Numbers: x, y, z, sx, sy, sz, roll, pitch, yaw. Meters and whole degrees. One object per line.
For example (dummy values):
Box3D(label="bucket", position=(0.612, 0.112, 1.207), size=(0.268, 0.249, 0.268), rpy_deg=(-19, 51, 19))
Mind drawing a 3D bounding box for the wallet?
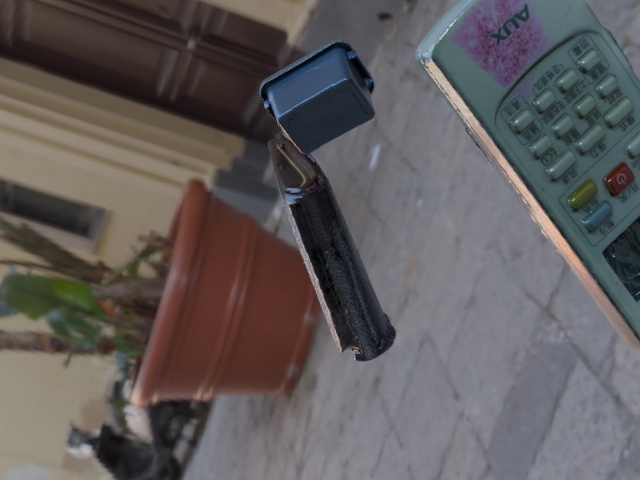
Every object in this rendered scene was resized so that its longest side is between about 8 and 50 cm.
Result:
Box3D(label="wallet", position=(0.000, 0.000, 1.298), size=(0.262, 0.071, 0.221), rpy_deg=(-116, 0, -68))

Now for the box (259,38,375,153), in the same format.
Box3D(label="box", position=(0.001, -0.129, 1.009), size=(0.099, 0.074, 0.054), rpy_deg=(-28, 42, 12))

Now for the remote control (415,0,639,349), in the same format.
Box3D(label="remote control", position=(0.228, -0.075, 0.935), size=(0.145, 0.344, 0.050), rpy_deg=(-42, 15, -9))
